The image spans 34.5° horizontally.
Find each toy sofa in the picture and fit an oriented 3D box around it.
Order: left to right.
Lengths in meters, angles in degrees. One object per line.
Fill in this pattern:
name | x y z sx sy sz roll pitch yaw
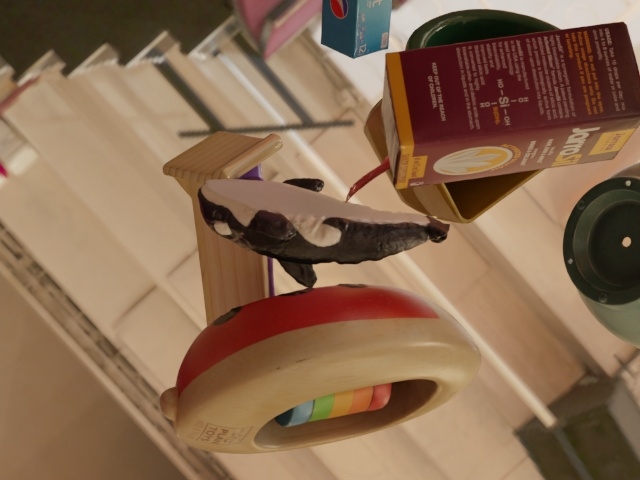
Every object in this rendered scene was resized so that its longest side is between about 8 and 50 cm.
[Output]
toy sofa | -0.106 0.030 1.543 0.177 0.363 0.150 12 -149 28

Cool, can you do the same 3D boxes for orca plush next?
orca plush | 0.000 0.000 1.192 0.151 0.287 0.102 -104 -161 -62

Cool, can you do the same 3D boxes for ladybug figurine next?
ladybug figurine | 0.000 0.164 1.377 0.449 0.162 0.305 -4 150 -29

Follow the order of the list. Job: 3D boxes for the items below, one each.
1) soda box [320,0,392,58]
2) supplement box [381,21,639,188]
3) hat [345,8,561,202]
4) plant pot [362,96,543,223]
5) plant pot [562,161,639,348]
soda box | 0.050 -0.353 1.355 0.067 0.071 0.210 -23 130 -35
supplement box | 0.147 -0.104 0.817 0.188 0.081 0.104 -8 165 0
hat | 0.160 -0.118 1.061 0.173 0.208 0.183 -48 151 -38
plant pot | 0.187 -0.156 1.516 0.212 0.212 0.187 -34 -170 -23
plant pot | 0.456 0.013 1.403 0.196 0.293 0.293 11 143 -40
